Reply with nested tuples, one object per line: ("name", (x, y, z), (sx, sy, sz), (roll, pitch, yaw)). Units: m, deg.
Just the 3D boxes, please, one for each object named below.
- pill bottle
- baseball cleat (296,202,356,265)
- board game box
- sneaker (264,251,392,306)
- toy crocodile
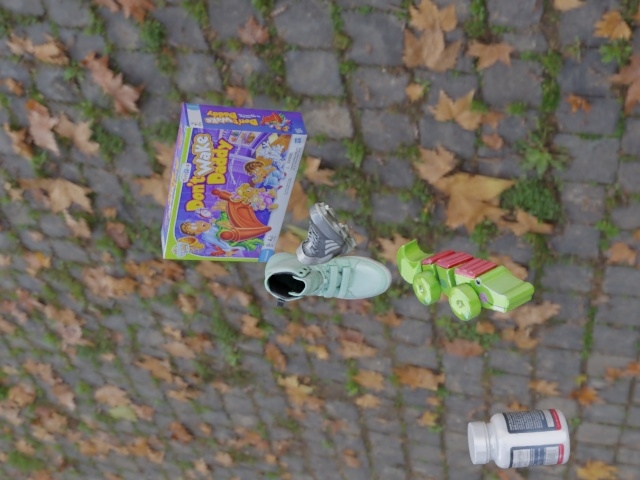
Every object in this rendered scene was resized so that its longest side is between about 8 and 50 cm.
("pill bottle", (0.383, 0.387, 1.799), (0.180, 0.107, 0.108), (-4, 143, -1))
("baseball cleat", (0.000, 0.000, 1.603), (0.109, 0.072, 0.206), (-30, 156, 7))
("board game box", (-0.182, -0.106, 1.857), (0.234, 0.078, 0.347), (2, 134, -17))
("sneaker", (0.012, 0.088, 1.826), (0.256, 0.151, 0.094), (5, 107, 3))
("toy crocodile", (0.261, 0.067, 1.714), (0.340, 0.115, 0.105), (19, 127, 63))
